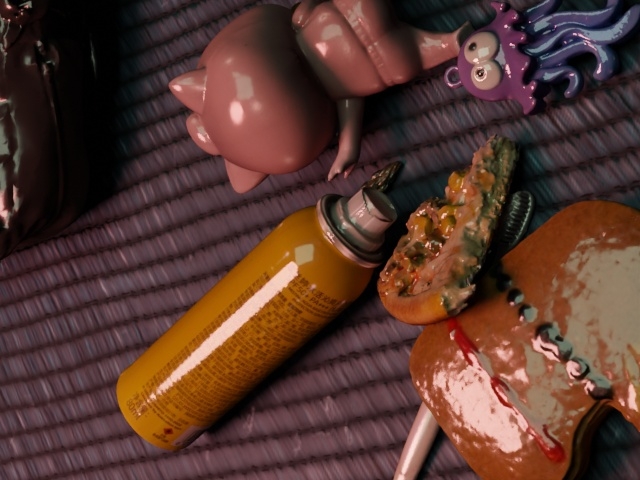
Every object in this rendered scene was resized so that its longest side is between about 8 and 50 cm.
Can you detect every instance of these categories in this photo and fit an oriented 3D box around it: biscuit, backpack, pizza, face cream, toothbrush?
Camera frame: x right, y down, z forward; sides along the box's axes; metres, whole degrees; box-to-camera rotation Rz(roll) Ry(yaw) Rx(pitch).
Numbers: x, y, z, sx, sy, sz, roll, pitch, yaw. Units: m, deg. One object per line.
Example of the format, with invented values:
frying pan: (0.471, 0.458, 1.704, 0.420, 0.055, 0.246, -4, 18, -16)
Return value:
biscuit: (0.220, 0.117, 1.138, 0.277, 0.052, 0.262, -41, 65, 23)
backpack: (-0.403, -0.172, 1.579, 0.363, 0.254, 0.446, -23, 71, 40)
pizza: (0.117, -0.014, 1.232, 0.195, 0.052, 0.185, -59, 18, -7)
face cream: (-0.057, 0.070, 1.341, 0.348, 0.105, 0.105, -43, 59, 27)
toothbrush: (0.125, 0.096, 1.248, 0.025, 0.029, 0.307, 27, 99, 34)

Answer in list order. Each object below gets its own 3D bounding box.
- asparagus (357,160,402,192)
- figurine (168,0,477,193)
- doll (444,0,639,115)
asparagus: (0.000, 0.000, 1.371, 0.233, 0.022, 0.023, -44, 17, 24)
figurine: (0.004, -0.170, 1.338, 0.287, 0.176, 0.186, -36, 19, 11)
doll: (0.203, -0.174, 1.217, 0.206, 0.067, 0.110, -18, 80, 24)
